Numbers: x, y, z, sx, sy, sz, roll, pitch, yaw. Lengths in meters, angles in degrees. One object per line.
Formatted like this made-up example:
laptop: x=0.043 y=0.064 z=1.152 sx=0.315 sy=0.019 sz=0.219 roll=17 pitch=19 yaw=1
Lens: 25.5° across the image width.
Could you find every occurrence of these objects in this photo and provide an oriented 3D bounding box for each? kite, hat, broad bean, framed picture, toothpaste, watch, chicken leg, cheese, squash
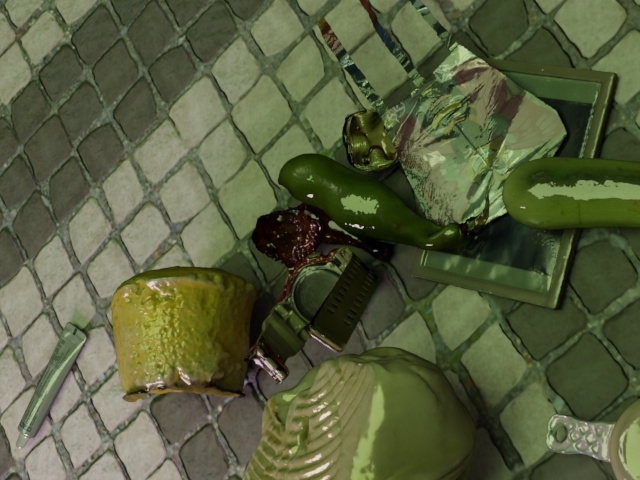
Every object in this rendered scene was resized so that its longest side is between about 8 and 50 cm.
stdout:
kite: x=0.127 y=-0.174 z=1.695 sx=0.204 sy=0.022 sz=0.360 roll=-45 pitch=66 yaw=16
hat: x=0.071 y=-0.122 z=1.756 sx=0.076 sy=0.059 sz=0.077 roll=-14 pitch=76 yaw=17
broad bean: x=0.071 y=-0.048 z=1.695 sx=0.318 sy=0.056 sz=0.098 roll=10 pitch=93 yaw=36
framed picture: x=0.224 y=-0.072 z=1.654 sx=0.209 sy=0.019 sz=0.281 roll=11 pitch=86 yaw=37
toothpaste: x=-0.392 y=0.213 z=2.044 sx=0.048 sy=0.029 sz=0.197 roll=30 pitch=95 yaw=34
watch: x=-0.012 y=0.096 z=1.648 sx=0.102 sy=0.268 sz=0.165 roll=45 pitch=115 yaw=-6
chicken leg: x=-0.003 y=-0.006 z=1.791 sx=0.205 sy=0.053 sz=0.093 roll=-9 pitch=94 yaw=41
cheese: x=0.339 y=0.216 z=1.478 sx=0.227 sy=0.064 sz=0.137 roll=5 pitch=81 yaw=39
squash: x=0.316 y=-0.046 z=1.531 sx=0.250 sy=0.083 sz=0.083 roll=6 pitch=83 yaw=27

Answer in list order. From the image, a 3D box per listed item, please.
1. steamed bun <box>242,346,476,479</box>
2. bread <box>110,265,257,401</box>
steamed bun: x=0.061 y=0.253 z=1.592 sx=0.289 sy=0.203 sz=0.276 roll=-67 pitch=28 yaw=11
bread: x=-0.176 y=0.117 z=1.802 sx=0.197 sy=0.197 sz=0.171 roll=-9 pitch=79 yaw=35
